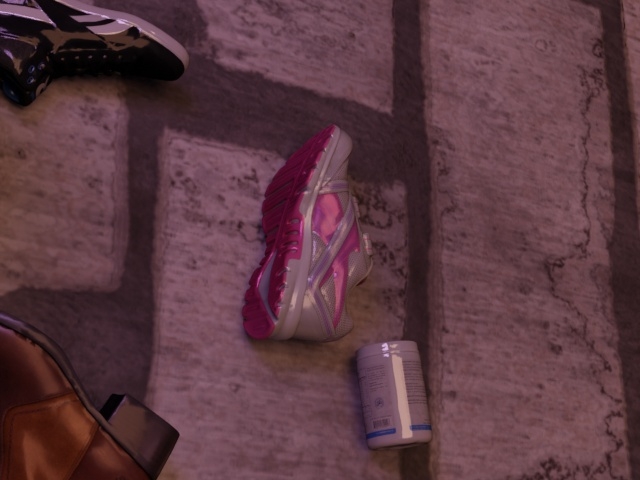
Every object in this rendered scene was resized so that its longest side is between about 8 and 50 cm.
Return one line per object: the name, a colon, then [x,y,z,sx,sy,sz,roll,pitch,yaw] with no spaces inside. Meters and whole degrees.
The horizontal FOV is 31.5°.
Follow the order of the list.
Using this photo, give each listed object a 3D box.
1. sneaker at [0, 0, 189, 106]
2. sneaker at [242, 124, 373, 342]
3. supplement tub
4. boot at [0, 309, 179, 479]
sneaker: [-0.248,-0.176,1.136,0.217,0.079,0.121,21,67,-13]
sneaker: [0.000,0.000,1.206,0.111,0.103,0.252,23,69,-26]
supplement tub: [0.077,0.165,1.202,0.071,0.071,0.107,2,72,-30]
boot: [-0.301,0.216,0.979,0.264,0.096,0.280,39,70,-14]
